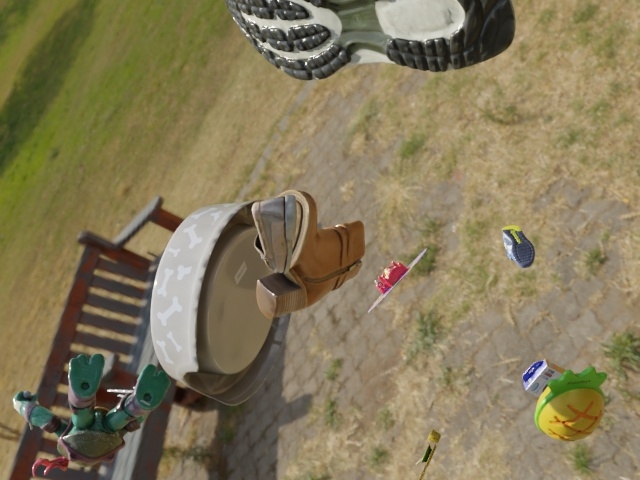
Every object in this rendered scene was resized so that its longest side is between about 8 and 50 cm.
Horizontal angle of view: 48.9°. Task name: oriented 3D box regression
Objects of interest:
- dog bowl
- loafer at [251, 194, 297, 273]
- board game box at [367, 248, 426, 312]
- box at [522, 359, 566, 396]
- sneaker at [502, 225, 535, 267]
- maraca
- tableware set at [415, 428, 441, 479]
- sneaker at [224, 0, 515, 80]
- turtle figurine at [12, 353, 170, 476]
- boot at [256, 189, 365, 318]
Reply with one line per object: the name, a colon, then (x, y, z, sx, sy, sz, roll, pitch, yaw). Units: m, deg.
dog bowl: (-0.158, 0.097, 1.193, 0.102, 0.349, 0.349, 8, 68, 21)
loafer: (-0.045, -0.006, 0.649, 0.125, 0.039, 0.045, 104, 166, -63)
board game box: (0.136, 0.069, 1.365, 0.133, 0.033, 0.169, -43, -6, -48)
box: (0.525, 0.324, 1.583, 0.081, 0.136, 0.028, -59, 12, 25)
sneaker: (0.462, 0.024, 1.637, 0.053, 0.059, 0.144, -8, 35, 4)
maraca: (0.448, 0.290, 1.258, 0.099, 0.127, 0.186, -107, 10, -49)
tableware set: (0.178, 0.416, 1.273, 0.154, 0.024, 0.104, -61, -17, -17)
sneaker: (0.058, -0.290, 0.802, 0.410, 0.158, 0.182, 15, 51, 36)
turtle figurine: (-0.283, 0.222, 0.885, 0.234, 0.175, 0.118, -47, 52, 45)
boot: (0.000, 0.000, 0.870, 0.073, 0.152, 0.197, 46, 139, 28)
